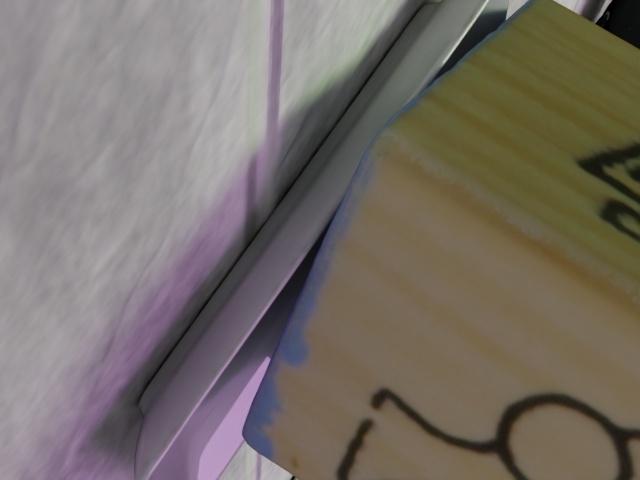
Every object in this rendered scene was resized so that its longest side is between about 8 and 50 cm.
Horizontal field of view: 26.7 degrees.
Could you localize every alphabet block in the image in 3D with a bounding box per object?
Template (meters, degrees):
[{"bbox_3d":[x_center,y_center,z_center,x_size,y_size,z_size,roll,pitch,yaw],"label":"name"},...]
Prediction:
[{"bbox_3d":[0.112,0.037,0.604,0.193,0.197,0.192,-44,164,-48],"label":"alphabet block"}]

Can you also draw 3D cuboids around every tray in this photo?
[{"bbox_3d":[0.000,0.000,0.612,0.270,0.030,0.145,-54,167,-11],"label":"tray"}]

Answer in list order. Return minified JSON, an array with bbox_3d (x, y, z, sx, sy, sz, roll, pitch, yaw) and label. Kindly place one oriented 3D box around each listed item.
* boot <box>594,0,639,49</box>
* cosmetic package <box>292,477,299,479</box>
[{"bbox_3d":[0.267,-0.136,1.026,0.179,0.085,0.236,105,-17,-47],"label":"boot"},{"bbox_3d":[0.054,0.246,1.189,0.151,0.151,0.184,-53,167,-17],"label":"cosmetic package"}]
